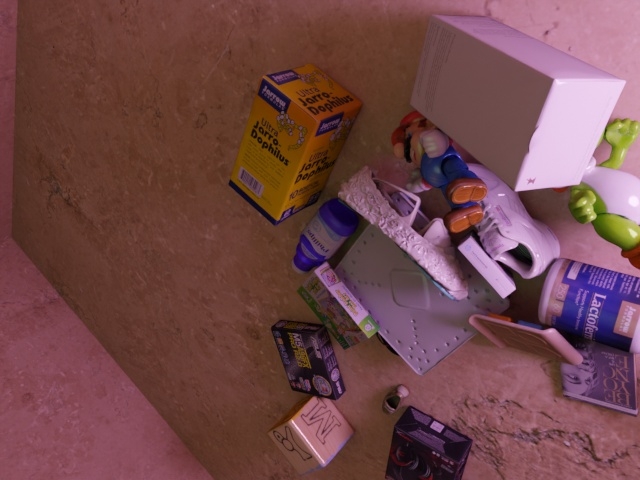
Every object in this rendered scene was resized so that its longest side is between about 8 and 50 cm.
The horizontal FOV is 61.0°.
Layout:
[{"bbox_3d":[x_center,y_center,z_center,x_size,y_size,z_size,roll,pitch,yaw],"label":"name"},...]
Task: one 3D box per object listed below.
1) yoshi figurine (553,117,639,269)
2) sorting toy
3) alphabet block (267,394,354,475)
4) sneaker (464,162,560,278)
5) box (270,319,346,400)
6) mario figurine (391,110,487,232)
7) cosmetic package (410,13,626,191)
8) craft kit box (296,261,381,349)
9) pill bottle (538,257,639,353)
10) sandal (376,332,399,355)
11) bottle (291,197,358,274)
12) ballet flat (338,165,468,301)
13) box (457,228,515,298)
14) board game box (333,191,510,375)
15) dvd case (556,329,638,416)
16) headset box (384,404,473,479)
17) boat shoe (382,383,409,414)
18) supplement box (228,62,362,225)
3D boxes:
[{"bbox_3d":[0.526,-0.127,1.008,0.362,0.203,0.203,44,119,16],"label":"yoshi figurine"},{"bbox_3d":[0.478,0.225,1.269,0.208,0.038,0.193,3,153,49],"label":"sorting toy"},{"bbox_3d":[-0.036,0.687,1.945,0.197,0.193,0.192,52,134,5],"label":"alphabet block"},{"bbox_3d":[0.389,-0.048,1.183,0.305,0.152,0.114,48,136,11],"label":"sneaker"},{"bbox_3d":[-0.043,0.412,1.886,0.216,0.060,0.270,0,114,41],"label":"box"},{"bbox_3d":[0.226,-0.161,1.171,0.198,0.170,0.320,-57,34,32],"label":"mario figurine"},{"bbox_3d":[0.327,-0.265,0.989,0.365,0.155,0.197,-122,33,-46],"label":"cosmetic package"},{"bbox_3d":[0.047,0.203,1.633,0.246,0.061,0.250,53,157,7],"label":"craft kit box"},{"bbox_3d":[0.601,0.140,1.110,0.265,0.153,0.153,17,124,33],"label":"pill bottle"},{"bbox_3d":[0.187,0.273,1.620,0.067,0.040,0.179,-29,94,44],"label":"sandal"},{"bbox_3d":[0.000,0.000,1.585,0.118,0.092,0.283,47,135,7],"label":"bottle"},{"bbox_3d":[0.212,-0.033,1.291,0.409,0.147,0.147,43,135,16],"label":"ballet flat"},{"bbox_3d":[0.376,0.047,1.229,0.038,0.186,0.145,-43,83,19],"label":"box"},{"bbox_3d":[0.248,0.122,1.454,0.390,0.050,0.390,47,133,13],"label":"board game box"},{"bbox_3d":[0.634,0.294,1.248,0.164,0.018,0.221,7,122,44],"label":"dvd case"},{"bbox_3d":[0.329,0.695,1.694,0.218,0.110,0.293,24,127,28],"label":"headset box"},{"bbox_3d":[0.229,0.511,1.717,0.056,0.048,0.153,43,135,13],"label":"boat shoe"},{"bbox_3d":[-0.075,-0.249,1.432,0.195,0.194,0.356,41,134,15],"label":"supplement box"}]
